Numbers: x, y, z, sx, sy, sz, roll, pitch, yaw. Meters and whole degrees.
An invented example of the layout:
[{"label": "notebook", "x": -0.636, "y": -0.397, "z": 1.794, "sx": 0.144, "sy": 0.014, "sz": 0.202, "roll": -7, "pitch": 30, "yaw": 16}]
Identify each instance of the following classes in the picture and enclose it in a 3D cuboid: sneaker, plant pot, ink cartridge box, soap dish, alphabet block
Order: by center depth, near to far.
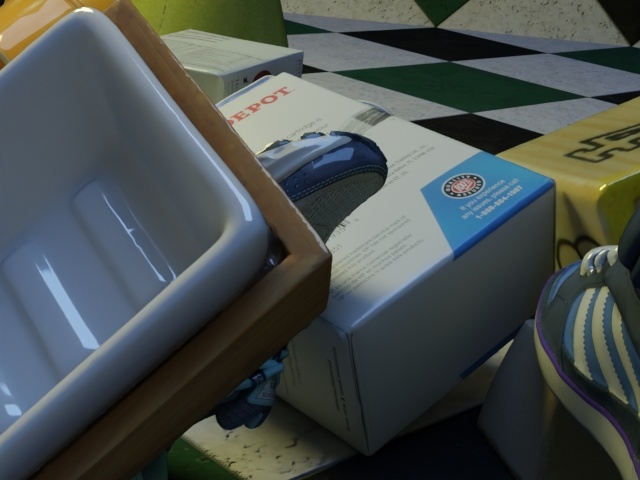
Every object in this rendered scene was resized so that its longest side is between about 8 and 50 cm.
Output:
[{"label": "sneaker", "x": 0.213, "y": 0.013, "z": 0.617, "sx": 0.130, "sy": 0.236, "sz": 0.323, "roll": 3, "pitch": 24, "yaw": -4}, {"label": "soap dish", "x": -0.153, "y": 0.036, "z": 0.619, "sx": 0.229, "sy": 0.291, "sz": 0.118, "roll": 51, "pitch": 3, "yaw": 32}, {"label": "sneaker", "x": -0.051, "y": 0.053, "z": 0.715, "sx": 0.122, "sy": 0.283, "sz": 0.110, "roll": 51, "pitch": 10, "yaw": 25}, {"label": "plant pot", "x": 0.185, "y": 0.113, "z": 0.802, "sx": 0.109, "sy": 0.096, "sz": 0.109, "roll": 0, "pitch": 19, "yaw": -14}, {"label": "ink cartridge box", "x": 0.000, "y": 0.000, "z": 0.904, "sx": 0.223, "sy": 0.129, "sz": 0.307, "roll": -34, "pitch": 43, "yaw": -29}, {"label": "alphabet block", "x": 0.278, "y": -0.004, "z": 0.912, "sx": 0.193, "sy": 0.192, "sz": 0.197, "roll": -24, "pitch": 17, "yaw": -11}, {"label": "plant pot", "x": -0.155, "y": -0.273, "z": 1.511, "sx": 0.274, "sy": 0.294, "sz": 0.275, "roll": 5, "pitch": 19, "yaw": -2}, {"label": "plant pot", "x": -0.404, "y": -0.262, "z": 1.594, "sx": 0.205, "sy": 0.205, "sz": 0.188, "roll": 15, "pitch": 37, "yaw": 26}]

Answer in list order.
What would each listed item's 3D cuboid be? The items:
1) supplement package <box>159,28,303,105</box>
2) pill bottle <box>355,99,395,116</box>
[{"label": "supplement package", "x": -0.131, "y": -0.110, "z": 1.202, "sx": 0.149, "sy": 0.194, "sz": 0.203, "roll": 13, "pitch": 21, "yaw": 19}, {"label": "pill bottle", "x": 0.039, "y": -0.097, "z": 1.320, "sx": 0.124, "sy": 0.124, "sz": 0.221, "roll": 8, "pitch": 18, "yaw": 6}]
